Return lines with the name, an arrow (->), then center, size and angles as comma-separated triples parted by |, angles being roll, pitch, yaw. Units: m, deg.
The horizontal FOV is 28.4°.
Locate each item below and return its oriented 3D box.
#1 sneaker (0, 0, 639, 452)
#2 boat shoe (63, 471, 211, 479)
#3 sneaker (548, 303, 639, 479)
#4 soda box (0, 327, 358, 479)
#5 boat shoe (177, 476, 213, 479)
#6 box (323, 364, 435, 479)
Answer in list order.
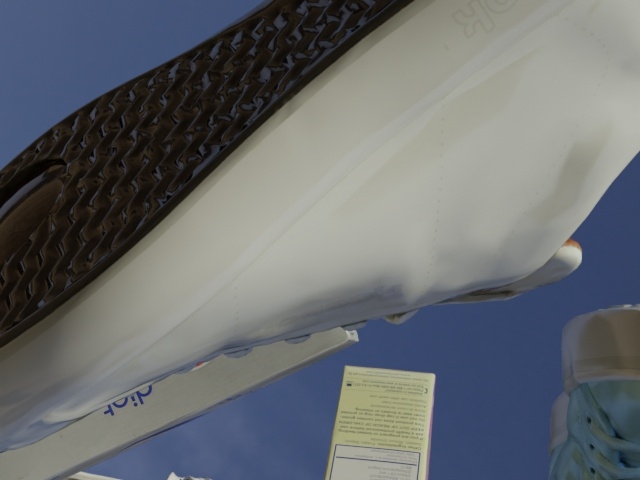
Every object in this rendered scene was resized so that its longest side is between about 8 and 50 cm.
sneaker -> 0.000, 0.000, 0.364 | 0.290, 0.123, 0.106 | -32, -146, 11
boat shoe -> -0.104, 0.210, 0.907 | 0.258, 0.095, 0.084 | 7, -84, 1
sneaker -> 0.200, 0.141, 0.731 | 0.135, 0.366, 0.150 | 0, -110, 9
soda box -> -0.124, 0.079, 0.794 | 0.286, 0.091, 0.098 | -25, -97, 2
boat shoe -> -0.196, 0.361, 1.441 | 0.083, 0.076, 0.226 | 34, -83, 53
box -> 0.071, 0.314, 1.538 | 0.243, 0.117, 0.213 | -76, 169, -52
